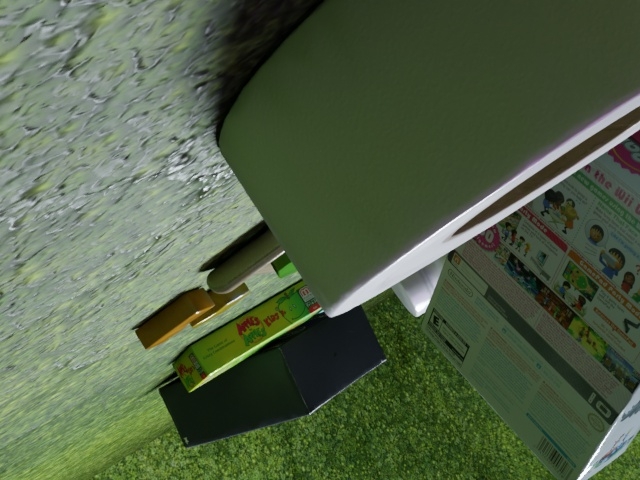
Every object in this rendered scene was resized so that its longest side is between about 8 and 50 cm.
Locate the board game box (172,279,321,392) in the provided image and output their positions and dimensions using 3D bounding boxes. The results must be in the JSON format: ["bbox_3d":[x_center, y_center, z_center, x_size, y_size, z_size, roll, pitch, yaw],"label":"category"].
[{"bbox_3d":[-0.089,0.118,1.333,0.181,0.043,0.092,-29,173,-29],"label":"board game box"}]

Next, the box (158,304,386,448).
[{"bbox_3d":[-0.069,0.187,1.489,0.261,0.103,0.184,-23,-175,41],"label":"box"}]

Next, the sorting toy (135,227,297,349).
[{"bbox_3d":[0.000,0.000,0.892,0.307,0.041,0.229,-36,173,22],"label":"sorting toy"}]

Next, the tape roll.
[{"bbox_3d":[0.096,-0.080,0.511,0.286,0.100,0.286,-32,173,-4],"label":"tape roll"}]

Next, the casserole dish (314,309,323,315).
[{"bbox_3d":[0.048,0.066,1.657,0.188,0.037,0.114,-28,172,-45],"label":"casserole dish"}]

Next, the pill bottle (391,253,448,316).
[{"bbox_3d":[0.189,-0.025,1.172,0.264,0.146,0.146,-32,174,-5],"label":"pill bottle"}]

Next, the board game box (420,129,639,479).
[{"bbox_3d":[0.223,0.037,0.937,0.097,0.224,0.303,-23,146,-32],"label":"board game box"}]
